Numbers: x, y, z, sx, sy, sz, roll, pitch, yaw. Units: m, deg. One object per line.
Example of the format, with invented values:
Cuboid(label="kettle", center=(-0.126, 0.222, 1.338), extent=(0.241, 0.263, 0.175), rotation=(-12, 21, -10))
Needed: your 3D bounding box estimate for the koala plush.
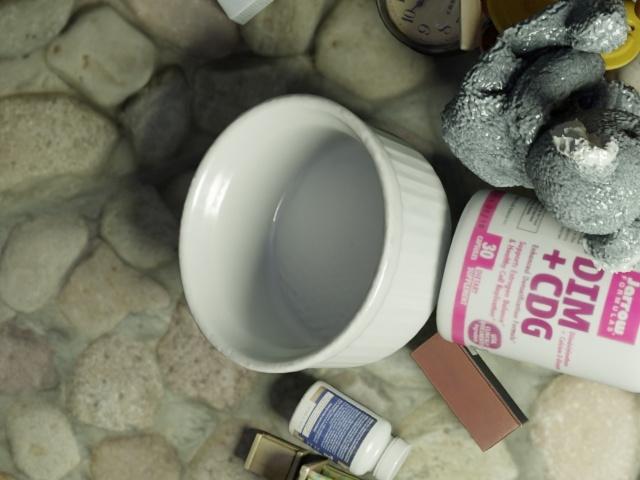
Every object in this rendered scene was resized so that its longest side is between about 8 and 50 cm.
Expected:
Cuboid(label="koala plush", center=(0.236, -0.084, 1.587), extent=(0.203, 0.196, 0.221), rotation=(-24, 45, -1))

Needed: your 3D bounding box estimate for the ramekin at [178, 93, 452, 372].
Cuboid(label="ramekin", center=(0.000, 0.000, 1.719), extent=(0.277, 0.135, 0.277), rotation=(-8, 78, 38))

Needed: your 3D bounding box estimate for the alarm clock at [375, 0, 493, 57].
Cuboid(label="alarm clock", center=(0.108, -0.264, 1.777), extent=(0.192, 0.064, 0.129), rotation=(22, 94, 11))

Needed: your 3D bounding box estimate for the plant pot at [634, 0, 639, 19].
Cuboid(label="plant pot", center=(0.404, -0.273, 1.647), extent=(0.205, 0.205, 0.188), rotation=(32, 112, 13))

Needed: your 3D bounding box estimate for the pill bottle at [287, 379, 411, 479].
Cuboid(label="pill bottle", center=(0.031, 0.203, 1.784), extent=(0.120, 0.067, 0.067), rotation=(31, 96, 13))

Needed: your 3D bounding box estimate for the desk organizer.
Cuboid(label="desk organizer", center=(0.154, 0.152, 1.765), extent=(0.050, 0.047, 0.130), rotation=(-39, 80, 13))

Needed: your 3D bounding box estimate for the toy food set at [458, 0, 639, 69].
Cuboid(label="toy food set", center=(0.216, -0.219, 1.715), extent=(0.217, 0.071, 0.128), rotation=(3, 66, -23))

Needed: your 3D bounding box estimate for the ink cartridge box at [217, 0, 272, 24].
Cuboid(label="ink cartridge box", center=(-0.067, -0.386, 1.834), extent=(0.224, 0.045, 0.223), rotation=(-38, 80, 10))

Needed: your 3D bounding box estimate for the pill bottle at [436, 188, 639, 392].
Cuboid(label="pill bottle", center=(0.270, 0.057, 1.678), extent=(0.283, 0.160, 0.160), rotation=(15, 92, 14))

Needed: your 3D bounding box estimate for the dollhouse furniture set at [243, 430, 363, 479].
Cuboid(label="dollhouse furniture set", center=(-0.020, 0.311, 1.777), extent=(0.182, 0.101, 0.161), rotation=(22, 94, 14))
